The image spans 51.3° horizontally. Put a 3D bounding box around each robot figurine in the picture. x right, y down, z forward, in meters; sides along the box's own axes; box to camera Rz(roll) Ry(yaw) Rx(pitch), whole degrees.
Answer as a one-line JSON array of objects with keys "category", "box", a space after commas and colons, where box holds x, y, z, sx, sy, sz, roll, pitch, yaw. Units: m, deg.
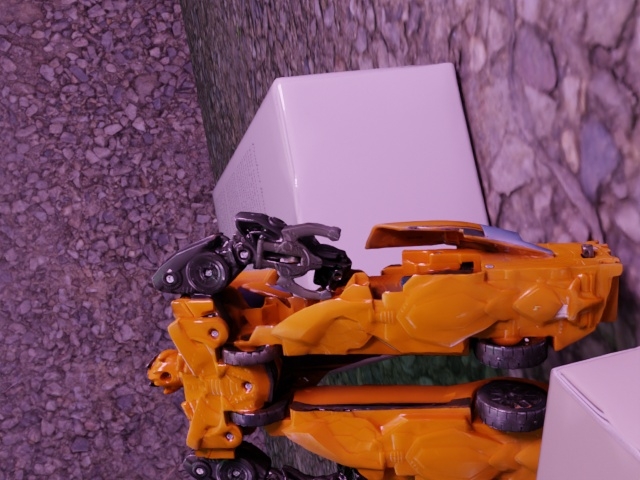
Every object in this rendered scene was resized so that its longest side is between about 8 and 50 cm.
[{"category": "robot figurine", "box": [0.032, 0.079, 0.429, 0.085, 0.291, 0.211, -55, -38, -71]}]

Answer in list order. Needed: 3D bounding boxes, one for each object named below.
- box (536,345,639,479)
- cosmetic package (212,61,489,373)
[{"category": "box", "box": [0.176, 0.198, 0.356, 0.113, 0.094, 0.275, -127, 31, -58]}, {"category": "cosmetic package", "box": [0.000, 0.000, 0.724, 0.453, 0.162, 0.229, 158, 101, -74]}]
